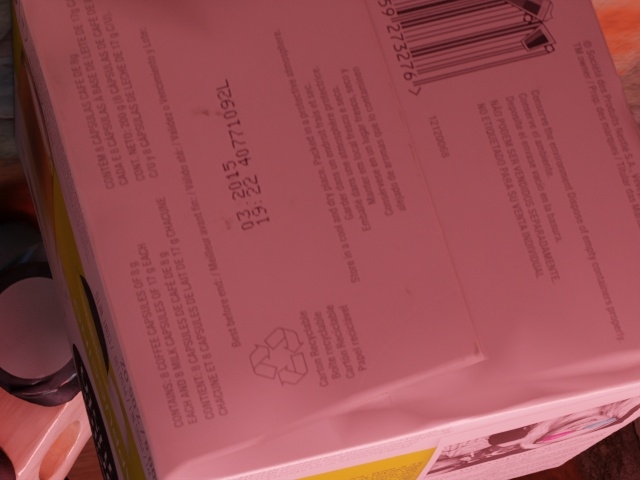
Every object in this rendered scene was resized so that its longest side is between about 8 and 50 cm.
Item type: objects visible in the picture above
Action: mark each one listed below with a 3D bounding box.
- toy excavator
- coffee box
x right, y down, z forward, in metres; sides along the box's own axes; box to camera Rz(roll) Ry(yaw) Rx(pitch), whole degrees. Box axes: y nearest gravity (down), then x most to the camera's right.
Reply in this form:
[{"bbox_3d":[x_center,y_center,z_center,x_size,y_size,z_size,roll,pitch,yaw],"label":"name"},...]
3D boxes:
[{"bbox_3d":[-0.417,0.132,1.550,0.433,0.445,0.222,-57,164,-6],"label":"toy excavator"},{"bbox_3d":[0.000,0.000,1.224,0.338,0.338,0.334,-13,165,-13],"label":"coffee box"}]
